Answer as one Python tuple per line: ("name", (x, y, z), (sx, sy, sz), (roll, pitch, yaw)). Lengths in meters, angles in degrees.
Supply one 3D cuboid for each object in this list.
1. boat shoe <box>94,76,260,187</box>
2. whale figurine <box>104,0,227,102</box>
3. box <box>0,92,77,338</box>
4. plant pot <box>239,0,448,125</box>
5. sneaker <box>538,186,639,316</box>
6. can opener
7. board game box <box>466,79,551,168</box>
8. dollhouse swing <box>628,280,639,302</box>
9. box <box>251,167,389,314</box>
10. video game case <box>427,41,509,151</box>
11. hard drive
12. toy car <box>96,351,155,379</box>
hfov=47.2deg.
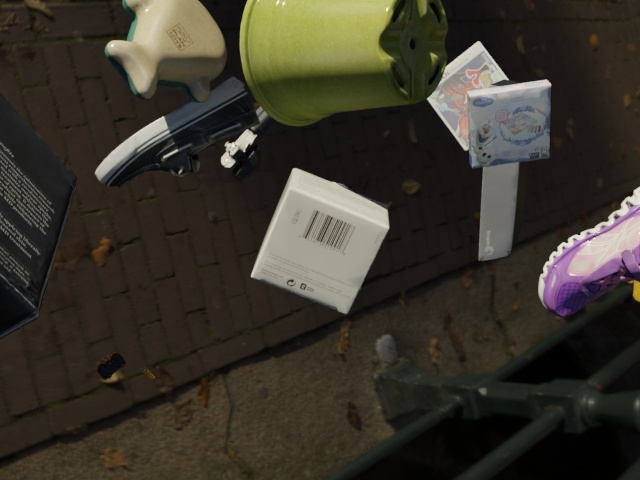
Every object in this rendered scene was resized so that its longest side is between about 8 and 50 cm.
("boat shoe", (-0.269, -0.177, 1.389), (0.335, 0.121, 0.119), (-31, 98, 10))
("whale figurine", (-0.278, -0.318, 1.255), (0.216, 0.141, 0.272), (54, 35, -18))
("box", (-0.741, 0.014, 1.313), (0.480, 0.471, 0.297), (-30, 120, 9))
("plant pot", (0.056, -0.317, 1.186), (0.276, 0.254, 0.275), (-14, 109, -46))
("sneaker", (0.409, 0.027, 1.007), (0.236, 0.104, 0.095), (-43, 120, 13))
("can opener", (-0.145, -0.280, 1.841), (0.093, 0.074, 0.280), (37, 95, -35))
("board game box", (0.213, -0.131, 0.829), (0.020, 0.090, 0.090), (-94, 176, -58))
("dollhouse swing", (0.775, 0.032, 1.240), (0.305, 0.347, 0.315), (21, 98, -4))
("box", (0.000, 0.000, 1.255), (0.181, 0.119, 0.181), (22, 112, -5))
("video game case", (0.373, -0.352, 1.796), (0.201, 0.183, 0.023), (55, 17, 8))
("hard drive", (0.277, -0.108, 1.097), (0.172, 0.054, 0.254), (-34, 127, -64))
("toy car", (-0.406, 0.269, 1.507), (0.122, 0.041, 0.060), (42, 78, -39))
